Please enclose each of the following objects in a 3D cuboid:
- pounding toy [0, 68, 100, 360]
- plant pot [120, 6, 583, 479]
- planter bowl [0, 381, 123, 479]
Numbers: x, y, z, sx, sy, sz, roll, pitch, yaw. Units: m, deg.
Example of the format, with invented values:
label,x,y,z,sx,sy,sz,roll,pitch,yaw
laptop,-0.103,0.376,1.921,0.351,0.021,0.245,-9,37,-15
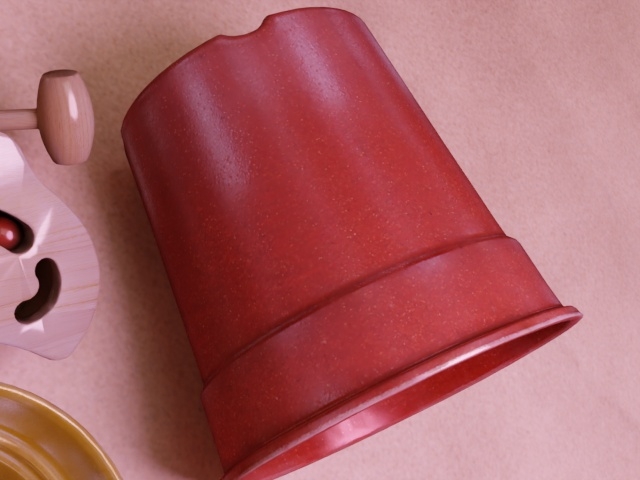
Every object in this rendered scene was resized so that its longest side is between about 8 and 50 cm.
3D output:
label,x,y,z,sx,sy,sz,roll,pitch,yaw
pounding toy,-0.247,0.006,0.648,0.269,0.154,0.154,-30,119,-34
plant pot,0.000,0.000,0.738,0.272,0.272,0.265,-13,70,-41
planter bowl,-0.214,0.191,0.575,0.217,0.090,0.217,16,62,-32
